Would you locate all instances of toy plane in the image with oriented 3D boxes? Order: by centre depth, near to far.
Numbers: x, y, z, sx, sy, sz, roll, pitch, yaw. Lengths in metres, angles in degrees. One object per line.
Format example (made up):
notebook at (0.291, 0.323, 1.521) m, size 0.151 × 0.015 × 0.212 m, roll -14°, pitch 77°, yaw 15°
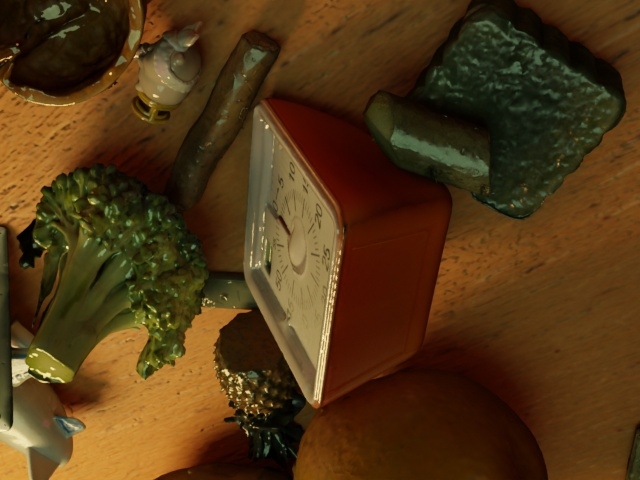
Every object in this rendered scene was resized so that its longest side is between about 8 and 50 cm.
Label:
toy plane at (-0.448, 0.219, 1.301) m, size 0.267 × 0.122 × 0.266 m, roll 7°, pitch 117°, yaw 13°

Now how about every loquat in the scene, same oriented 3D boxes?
loquat at (0.119, 0.314, 1.120) m, size 0.329 × 0.328 × 0.328 m, roll 6°, pitch 122°, yaw 9°

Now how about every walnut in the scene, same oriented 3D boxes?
walnut at (-0.265, -0.238, 0.995) m, size 0.211 × 0.087 × 0.167 m, roll -21°, pitch 108°, yaw 21°

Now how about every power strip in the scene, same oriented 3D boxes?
power strip at (-0.109, 0.064, 1.190) m, size 0.136 × 0.019 × 0.050 m, roll 2°, pitch 124°, yaw 11°

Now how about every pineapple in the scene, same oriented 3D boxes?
pineapple at (-0.076, 0.207, 1.230) m, size 0.125 × 0.125 × 0.251 m, roll 3°, pitch 134°, yaw 11°

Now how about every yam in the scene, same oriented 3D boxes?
yam at (0.107, -0.093, 0.915) m, size 0.147 × 0.069 × 0.069 m, roll 19°, pitch 124°, yaw 2°
yam at (-0.114, -0.129, 1.053) m, size 0.057 × 0.056 × 0.241 m, roll 30°, pitch 121°, yaw -7°

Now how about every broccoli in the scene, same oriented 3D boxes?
broccoli at (-0.260, 0.059, 1.089) m, size 0.247 × 0.243 × 0.262 m, roll 11°, pitch 140°, yaw 20°

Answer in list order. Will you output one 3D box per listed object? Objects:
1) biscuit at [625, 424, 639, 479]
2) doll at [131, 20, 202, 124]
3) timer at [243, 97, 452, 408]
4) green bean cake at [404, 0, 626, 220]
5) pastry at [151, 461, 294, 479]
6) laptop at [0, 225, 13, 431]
biscuit at (0.497, 0.300, 1.194) m, size 0.200 × 0.040 × 0.121 m, roll 5°, pitch 124°, yaw 9°
doll at (-0.170, -0.192, 1.012) m, size 0.084 × 0.073 × 0.127 m, roll 32°, pitch 126°, yaw -4°
timer at (0.000, 0.000, 1.025) m, size 0.250 × 0.161 × 0.257 m, roll 41°, pitch 137°, yaw 38°
green bean cake at (0.188, -0.135, 0.955) m, size 0.183 × 0.094 × 0.185 m, roll 30°, pitch 124°, yaw -6°
pastry at (-0.103, 0.485, 1.303) m, size 0.410 × 0.245 × 0.409 m, roll 9°, pitch 132°, yaw 10°
laptop at (-0.490, 0.118, 1.226) m, size 0.188 × 0.015 × 0.268 m, roll -3°, pitch 87°, yaw 13°
